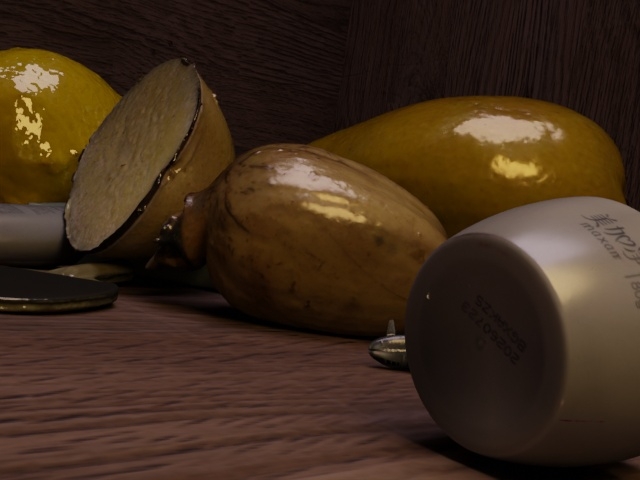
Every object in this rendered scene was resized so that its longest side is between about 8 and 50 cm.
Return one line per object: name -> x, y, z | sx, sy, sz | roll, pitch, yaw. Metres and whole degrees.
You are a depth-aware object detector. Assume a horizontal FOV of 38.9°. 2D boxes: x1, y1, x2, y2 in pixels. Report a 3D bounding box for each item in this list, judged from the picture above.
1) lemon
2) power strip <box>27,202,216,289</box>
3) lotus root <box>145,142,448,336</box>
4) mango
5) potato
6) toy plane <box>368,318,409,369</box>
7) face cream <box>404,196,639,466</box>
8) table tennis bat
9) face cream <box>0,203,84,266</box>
lemon -> -0.338, -0.110, 1.075 | 0.233, 0.234, 0.288 | 9, 0, 20
power strip -> -0.108, 0.014, 0.895 | 0.385, 0.063, 0.091 | 9, 5, 14
lotus root -> 0.000, 0.000, 0.715 | 0.256, 0.140, 0.154 | 14, 8, -6
mango -> 0.112, -0.033, 0.997 | 0.444, 0.221, 0.301 | -2, -12, 29
potato -> -0.134, -0.053, 0.820 | 0.117, 0.182, 0.202 | 39, 19, -35
toy plane -> 0.071, 0.070, 0.581 | 0.083, 0.031, 0.078 | 10, -14, -13
face cream -> 0.103, 0.039, 0.392 | 0.104, 0.117, 0.117 | -2, 8, -36
table tennis bat -> -0.208, 0.029, 0.675 | 0.138, 0.022, 0.246 | 9, 3, 15
face cream -> -0.285, -0.004, 0.775 | 0.084, 0.057, 0.198 | 9, 4, 26
